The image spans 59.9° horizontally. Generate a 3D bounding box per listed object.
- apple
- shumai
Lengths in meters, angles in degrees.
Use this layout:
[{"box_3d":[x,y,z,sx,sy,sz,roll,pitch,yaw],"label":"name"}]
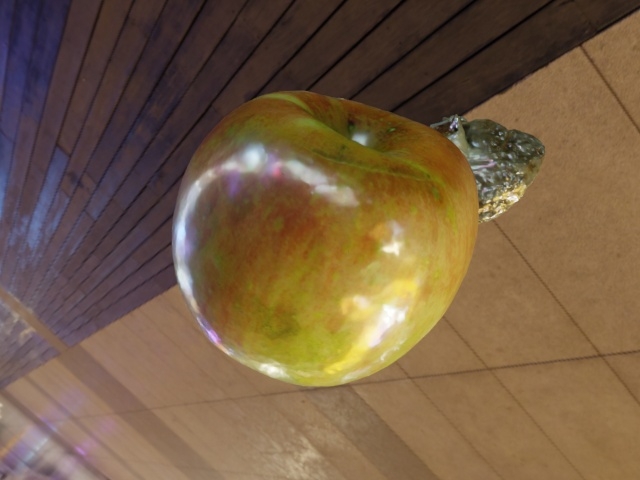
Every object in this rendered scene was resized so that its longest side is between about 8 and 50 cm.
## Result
[{"box_3d":[0.000,0.000,0.477,0.246,0.246,0.226,27,119,15],"label":"apple"},{"box_3d":[0.304,-0.165,1.131,0.218,0.256,0.189,38,161,-4],"label":"shumai"}]
